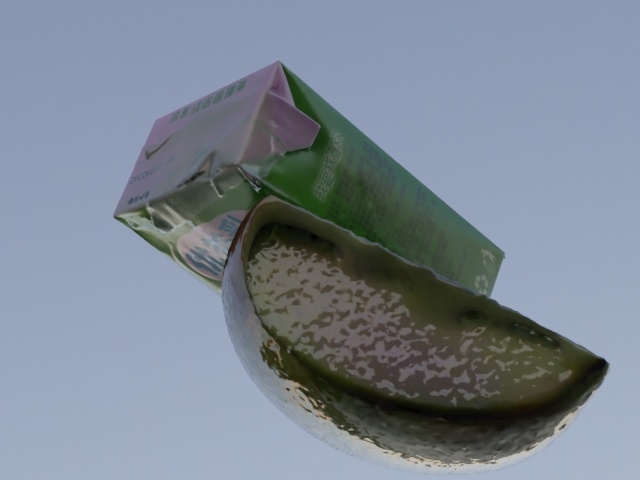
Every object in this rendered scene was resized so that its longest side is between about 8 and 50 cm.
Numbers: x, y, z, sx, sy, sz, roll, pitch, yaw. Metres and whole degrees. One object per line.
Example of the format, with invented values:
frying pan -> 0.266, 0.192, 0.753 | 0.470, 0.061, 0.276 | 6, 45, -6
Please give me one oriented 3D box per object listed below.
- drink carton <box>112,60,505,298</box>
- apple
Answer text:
drink carton -> 0.000, 0.000, 1.112 | 0.271, 0.108, 0.161 | 38, -36, -28
apple -> 0.039, 0.094, 0.994 | 0.265, 0.120, 0.193 | 27, -30, 9
